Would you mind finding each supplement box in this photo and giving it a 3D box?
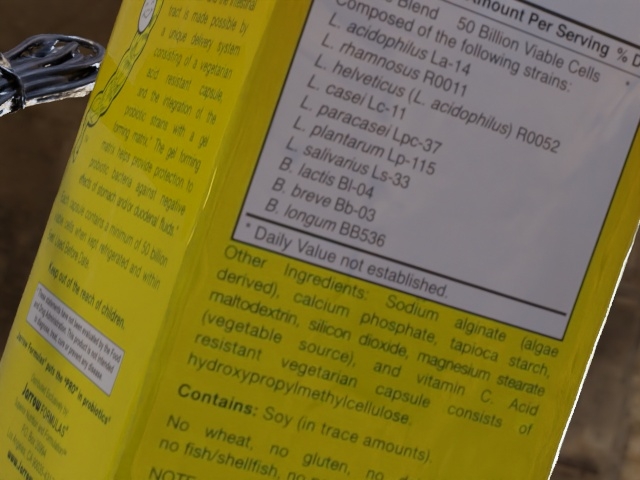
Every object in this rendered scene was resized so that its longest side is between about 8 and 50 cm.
[{"bbox_3d":[0.000,0.000,0.818,0.194,0.195,0.356,18,93,-25],"label":"supplement box"}]

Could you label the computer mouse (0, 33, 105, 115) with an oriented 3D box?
[{"bbox_3d":[-0.246,-0.106,0.864,0.060,0.262,0.184,-66,168,23],"label":"computer mouse"}]
